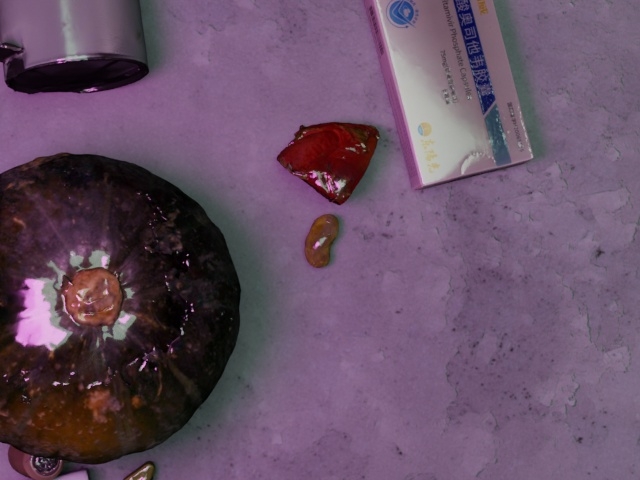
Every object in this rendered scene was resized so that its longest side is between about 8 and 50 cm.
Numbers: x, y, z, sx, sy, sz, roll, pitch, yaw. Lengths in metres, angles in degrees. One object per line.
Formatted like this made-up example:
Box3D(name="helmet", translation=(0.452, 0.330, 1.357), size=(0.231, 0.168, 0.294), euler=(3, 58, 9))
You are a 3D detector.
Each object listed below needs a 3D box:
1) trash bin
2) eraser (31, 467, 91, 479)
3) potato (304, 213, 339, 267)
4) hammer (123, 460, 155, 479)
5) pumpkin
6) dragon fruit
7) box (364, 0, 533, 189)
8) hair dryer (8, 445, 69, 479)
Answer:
Box3D(name="trash bin", translation=(-0.384, -0.373, 1.802), size=(0.277, 0.217, 0.262), euler=(-5, 85, -43))
Box3D(name="eraser", translation=(-0.471, 0.465, 1.777), size=(0.290, 0.104, 0.189), euler=(-12, 84, -10))
Box3D(name="potato", translation=(0.000, 0.000, 1.916), size=(0.046, 0.045, 0.092), euler=(22, 83, -42))
Box3D(name="hammer", translation=(-0.234, 0.456, 1.843), size=(0.159, 0.041, 0.226), euler=(-33, 92, -11))
Box3D(name="pumpkin", translation=(-0.338, 0.094, 1.692), size=(0.454, 0.344, 0.454), euler=(4, 73, -13))
Box3D(name="dragon fruit", translation=(0.022, -0.145, 1.895), size=(0.120, 0.127, 0.161), euler=(39, 81, -12))
Box3D(name="box", translation=(0.210, -0.272, 1.960), size=(0.200, 0.065, 0.343), euler=(-14, 87, -9))
Box3D(name="hair dryer", translation=(-0.375, 0.320, 1.811), size=(0.182, 0.117, 0.064), euler=(-6, 89, -29))
